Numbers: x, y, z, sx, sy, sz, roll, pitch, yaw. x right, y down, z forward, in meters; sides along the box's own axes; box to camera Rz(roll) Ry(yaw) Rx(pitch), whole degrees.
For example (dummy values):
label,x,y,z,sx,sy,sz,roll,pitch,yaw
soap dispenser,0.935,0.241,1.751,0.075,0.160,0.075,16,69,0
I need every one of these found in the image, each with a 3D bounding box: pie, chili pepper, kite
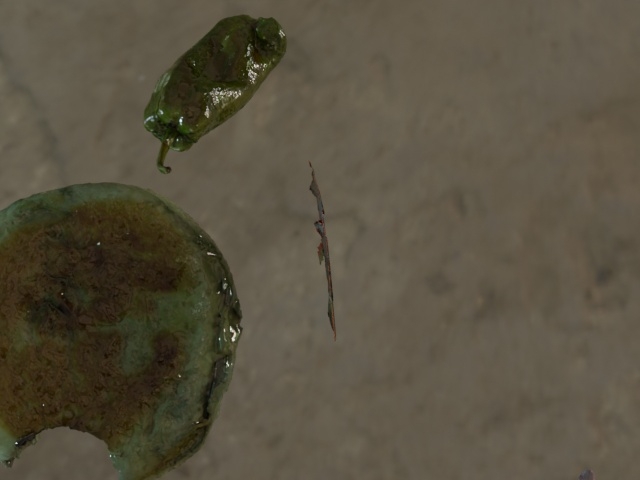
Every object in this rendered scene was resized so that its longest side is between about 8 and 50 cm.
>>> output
label,x,y,z,sx,sy,sz,roll,pitch,yaw
pie,-0.216,0.087,1.613,0.302,0.067,0.303,0,92,2
chili pepper,-0.109,-0.127,1.497,0.072,0.204,0.073,41,146,1
kite,0.000,0.000,1.634,0.010,0.159,0.190,-7,69,-2

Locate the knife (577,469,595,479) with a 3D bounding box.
label,x,y,z,sx,sy,sz,roll,pitch,yaw
knife,0.175,0.350,1.271,0.132,0.399,0.038,-27,129,33
